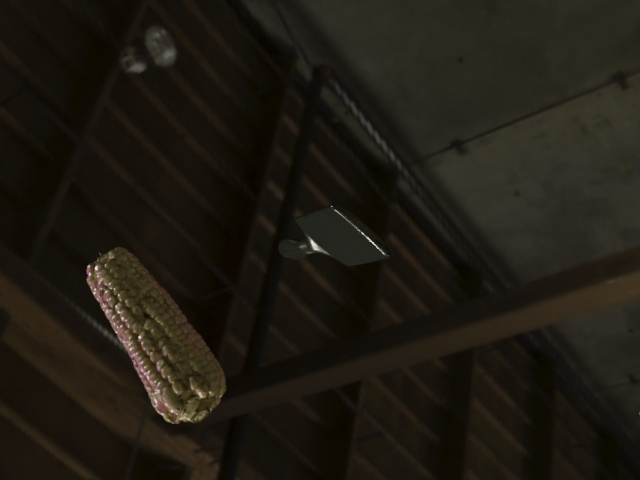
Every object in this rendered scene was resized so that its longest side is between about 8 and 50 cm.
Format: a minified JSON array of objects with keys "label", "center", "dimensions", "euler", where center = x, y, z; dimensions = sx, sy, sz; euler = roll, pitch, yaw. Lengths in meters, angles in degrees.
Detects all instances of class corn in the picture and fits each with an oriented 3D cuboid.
[{"label":"corn","center":[-0.270,0.148,1.741],"dimensions":[0.126,0.126,0.335],"euler":[7,-137,-56]}]

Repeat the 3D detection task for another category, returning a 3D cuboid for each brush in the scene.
[{"label":"brush","center":[0.000,0.000,0.888],"dimensions":[0.063,0.193,0.016],"euler":[42,-110,-13]}]
